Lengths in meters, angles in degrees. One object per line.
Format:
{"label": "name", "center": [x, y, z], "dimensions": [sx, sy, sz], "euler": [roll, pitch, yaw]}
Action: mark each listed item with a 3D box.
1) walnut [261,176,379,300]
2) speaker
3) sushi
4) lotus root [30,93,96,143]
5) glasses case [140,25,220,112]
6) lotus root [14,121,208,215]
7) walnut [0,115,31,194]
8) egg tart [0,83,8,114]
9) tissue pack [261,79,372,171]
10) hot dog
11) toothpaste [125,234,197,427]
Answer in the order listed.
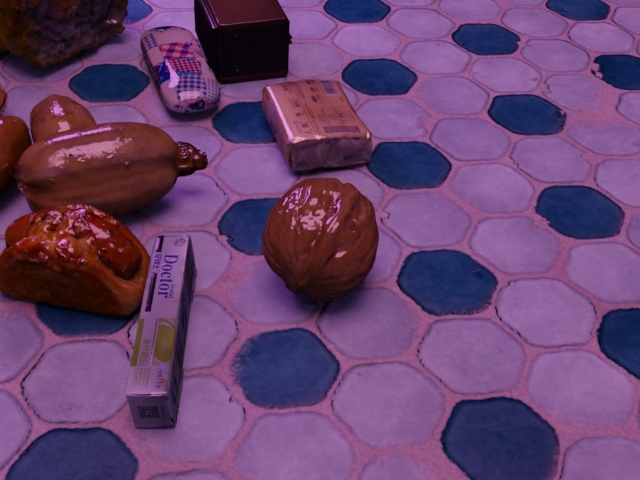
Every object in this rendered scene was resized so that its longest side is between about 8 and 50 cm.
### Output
{"label": "walnut", "center": [0.000, 0.000, 1.402], "dimensions": [0.213, 0.213, 0.213], "euler": [2, 43, -2]}
{"label": "speaker", "center": [-0.181, -0.495, 1.938], "dimensions": [0.192, 0.153, 0.231], "euler": [-11, 45, -15]}
{"label": "sushi", "center": [-0.601, -0.618, 1.867], "dimensions": [0.240, 0.397, 0.351], "euler": [30, 43, 29]}
{"label": "lotus root", "center": [-0.493, -0.202, 1.629], "dimensions": [0.125, 0.118, 0.221], "euler": [-28, 51, -11]}
{"label": "glasses case", "center": [-0.316, -0.386, 1.866], "dimensions": [0.125, 0.076, 0.327], "euler": [-13, 45, -16]}
{"label": "lotus root", "center": [-0.376, -0.131, 1.519], "dimensions": [0.342, 0.169, 0.151], "euler": [-15, 30, -22]}
{"label": "walnut", "center": [-0.609, -0.154, 1.548], "dimensions": [0.137, 0.137, 0.245], "euler": [12, 44, 8]}
{"label": "egg tart", "center": [-0.744, -0.259, 1.681], "dimensions": [0.234, 0.094, 0.234], "euler": [1, 42, 0]}
{"label": "tissue pack", "center": [-0.010, -0.239, 1.725], "dimensions": [0.186, 0.090, 0.222], "euler": [-9, 46, -17]}
{"label": "hot dog", "center": [-0.406, 0.024, 1.361], "dimensions": [0.256, 0.153, 0.150], "euler": [10, 43, 6]}
{"label": "toothpaste", "center": [-0.244, 0.132, 1.313], "dimensions": [0.067, 0.081, 0.336], "euler": [-1, 43, -1]}
